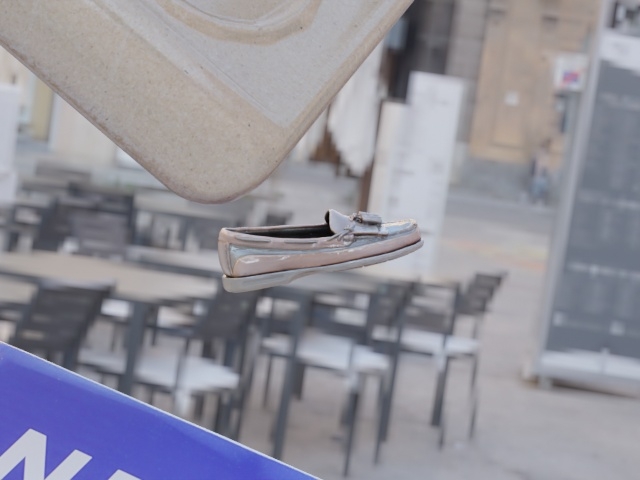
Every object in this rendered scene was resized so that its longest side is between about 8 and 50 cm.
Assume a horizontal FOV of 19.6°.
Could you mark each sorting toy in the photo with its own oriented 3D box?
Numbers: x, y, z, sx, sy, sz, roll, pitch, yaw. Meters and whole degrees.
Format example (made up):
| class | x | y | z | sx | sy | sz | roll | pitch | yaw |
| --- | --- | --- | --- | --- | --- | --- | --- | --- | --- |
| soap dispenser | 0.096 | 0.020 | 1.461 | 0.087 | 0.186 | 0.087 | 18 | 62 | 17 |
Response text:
| class | x | y | z | sx | sy | sz | roll | pitch | yaw |
| --- | --- | --- | --- | --- | --- | --- | --- | --- | --- |
| sorting toy | -0.049 | -0.130 | 0.562 | 0.193 | 0.208 | 0.038 | 41 | -37 | -4 |

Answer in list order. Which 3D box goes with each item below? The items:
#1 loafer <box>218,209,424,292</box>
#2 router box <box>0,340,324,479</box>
| class | x | y | z | sx | sy | sz | roll | pitch | yaw |
| --- | --- | --- | --- | --- | --- | --- | --- | --- | --- |
| loafer | 0.000 | 0.000 | 1.108 | 0.125 | 0.039 | 0.045 | -13 | 10 | -10 |
| router box | 0.005 | 0.217 | 0.653 | 0.335 | 0.301 | 0.082 | 19 | 45 | 28 |
